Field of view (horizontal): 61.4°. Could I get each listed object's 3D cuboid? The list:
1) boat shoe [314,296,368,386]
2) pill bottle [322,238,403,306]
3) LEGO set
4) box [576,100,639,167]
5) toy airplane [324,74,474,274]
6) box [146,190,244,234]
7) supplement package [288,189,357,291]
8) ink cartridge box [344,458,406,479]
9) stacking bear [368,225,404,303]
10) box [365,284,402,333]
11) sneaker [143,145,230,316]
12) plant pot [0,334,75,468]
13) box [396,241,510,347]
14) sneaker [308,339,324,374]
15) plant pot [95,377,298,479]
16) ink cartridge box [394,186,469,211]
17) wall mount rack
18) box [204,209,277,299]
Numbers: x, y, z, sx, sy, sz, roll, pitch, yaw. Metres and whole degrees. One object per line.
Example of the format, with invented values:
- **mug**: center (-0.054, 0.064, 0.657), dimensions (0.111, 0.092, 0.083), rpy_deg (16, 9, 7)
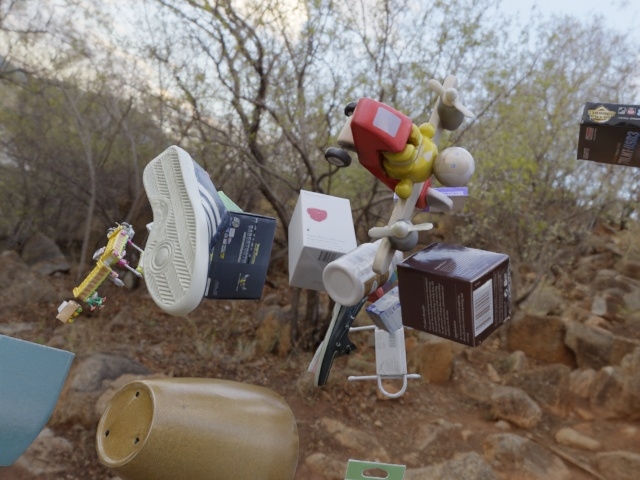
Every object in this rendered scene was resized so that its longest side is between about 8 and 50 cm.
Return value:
- **boat shoe**: center (0.071, 0.313, 1.728), dimensions (0.113, 0.339, 0.127), rpy_deg (17, -16, 3)
- **pill bottle**: center (0.126, 0.080, 1.504), dimensions (0.131, 0.131, 0.229), rpy_deg (23, 35, 34)
- **LEGO set**: center (-0.494, 0.084, 1.280), dimensions (0.132, 0.286, 0.107), rpy_deg (-20, -50, 38)
- **box**: center (0.834, -0.264, 1.402), dimensions (0.294, 0.073, 0.295), rpy_deg (11, -6, 24)
- **toy airplane**: center (0.224, -0.153, 1.214), dimensions (0.273, 0.385, 0.385), rpy_deg (11, 28, 41)
- **box**: center (-0.449, -0.051, 1.997), dimensions (0.232, 0.322, 0.058), rpy_deg (41, -30, 40)
- **supplement package**: center (0.000, 0.000, 1.742), dimensions (0.178, 0.175, 0.292), rpy_deg (10, 38, -13)
- **ink cartridge box**: center (0.131, 0.718, 1.511), dimensions (0.171, 0.234, 0.056), rpy_deg (10, 6, -9)
- **stacking bear**: center (0.220, 0.062, 1.899), dimensions (0.164, 0.289, 0.175), rpy_deg (40, -21, -10)
- **box**: center (0.220, 0.198, 1.584), dimensions (0.072, 0.137, 0.126), rpy_deg (57, -11, -8)
- **sneaker**: center (-0.218, -0.011, 0.951), dimensions (0.148, 0.131, 0.349), rpy_deg (41, 28, -48)
- **plant pot**: center (-0.729, 0.345, 1.147), dimensions (0.247, 0.252, 0.248), rpy_deg (-11, -27, 28)
- **box**: center (0.312, 0.119, 1.262), dimensions (0.167, 0.168, 0.203), rpy_deg (-25, 26, -39)
- **sneaker**: center (0.015, 0.405, 1.843), dimensions (0.070, 0.134, 0.051), rpy_deg (25, 13, -3)
- **plant pot**: center (-0.203, 0.308, 0.831), dimensions (0.237, 0.237, 0.254), rpy_deg (22, -13, 45)
- **ink cartridge box**: center (0.319, -0.122, 1.567), dimensions (0.207, 0.045, 0.208), rpy_deg (-2, -8, 9)
- **wall mount rack**: center (0.241, 0.453, 2.174), dimensions (0.305, 0.349, 0.130), rpy_deg (-5, -16, 16)
- **box**: center (-0.217, 0.040, 1.426), dimensions (0.059, 0.232, 0.184), rpy_deg (16, 4, 40)
